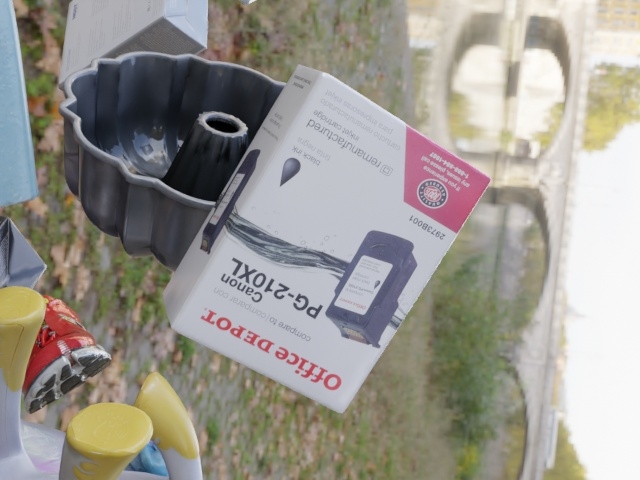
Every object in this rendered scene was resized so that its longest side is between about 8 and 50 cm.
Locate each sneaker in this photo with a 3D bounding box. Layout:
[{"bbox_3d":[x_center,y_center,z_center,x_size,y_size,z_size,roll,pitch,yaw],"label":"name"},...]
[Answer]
[{"bbox_3d":[-0.316,0.119,1.094,0.118,0.107,0.279,58,-15,-5],"label":"sneaker"}]

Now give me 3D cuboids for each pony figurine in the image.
[{"bbox_3d":[-0.242,0.209,0.729,0.303,0.351,0.363,-61,159,-49],"label":"pony figurine"}]

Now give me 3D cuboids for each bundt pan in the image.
[{"bbox_3d":[-0.118,-0.073,1.014,0.331,0.331,0.124,-66,176,-58],"label":"bundt pan"}]

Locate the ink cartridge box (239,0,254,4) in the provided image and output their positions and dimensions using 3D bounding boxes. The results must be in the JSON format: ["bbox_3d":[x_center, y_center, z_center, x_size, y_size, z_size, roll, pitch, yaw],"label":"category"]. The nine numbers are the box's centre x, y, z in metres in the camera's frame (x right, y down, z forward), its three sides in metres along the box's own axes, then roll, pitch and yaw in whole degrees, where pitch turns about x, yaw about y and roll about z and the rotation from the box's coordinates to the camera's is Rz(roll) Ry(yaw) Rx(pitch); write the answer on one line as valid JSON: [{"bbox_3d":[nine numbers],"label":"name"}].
[{"bbox_3d":[-0.021,-0.346,0.895,0.154,0.093,0.212,-40,172,-44],"label":"ink cartridge box"}]

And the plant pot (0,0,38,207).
[{"bbox_3d":[-0.340,-0.152,0.570,0.247,0.248,0.252,-20,122,-54],"label":"plant pot"}]

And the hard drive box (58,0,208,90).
[{"bbox_3d":[-0.282,-0.327,1.441,0.089,0.232,0.181,32,46,-44],"label":"hard drive box"}]

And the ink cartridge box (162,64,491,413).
[{"bbox_3d":[0.000,0.000,0.800,0.237,0.172,0.100,-59,-162,6],"label":"ink cartridge box"}]

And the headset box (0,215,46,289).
[{"bbox_3d":[-0.514,0.060,1.130,0.110,0.293,0.218,70,37,-52],"label":"headset box"}]
